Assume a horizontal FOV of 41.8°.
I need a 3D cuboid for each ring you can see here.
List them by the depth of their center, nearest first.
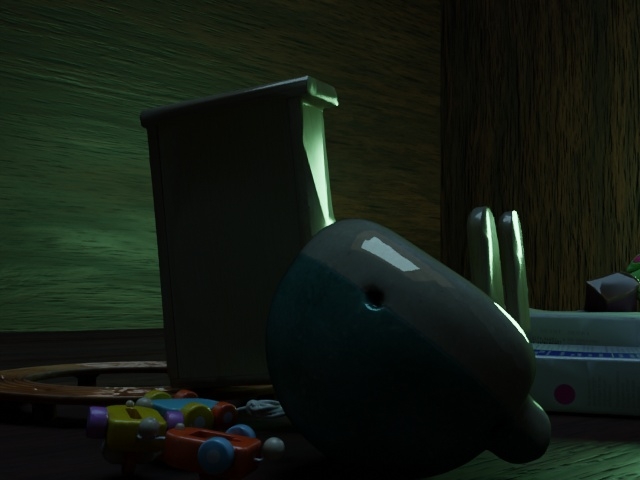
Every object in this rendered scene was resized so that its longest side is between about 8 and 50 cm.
[{"bbox_3d":[-0.194,0.156,0.879,0.336,0.032,0.336,0,-3,0],"label":"ring"}]

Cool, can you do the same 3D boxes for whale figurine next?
[{"bbox_3d":[0.055,0.099,0.593,0.216,0.141,0.272,35,-10,25],"label":"whale figurine"}]

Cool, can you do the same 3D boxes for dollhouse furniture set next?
[{"bbox_3d":[0.000,0.000,0.899,0.362,0.257,0.394,-6,-3,24],"label":"dollhouse furniture set"}]

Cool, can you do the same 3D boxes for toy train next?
[{"bbox_3d":[-0.077,0.130,0.530,0.125,0.046,0.166,7,-3,7],"label":"toy train"}]

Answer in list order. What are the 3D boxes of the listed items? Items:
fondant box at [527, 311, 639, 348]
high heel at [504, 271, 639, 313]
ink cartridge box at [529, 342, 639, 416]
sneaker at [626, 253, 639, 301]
[{"bbox_3d":[0.440,0.146,1.146,0.330,0.096,0.238,2,-4,-33],"label":"fondant box"},{"bbox_3d":[0.346,0.182,1.351,0.377,0.181,0.127,-13,34,-5],"label":"high heel"},{"bbox_3d":[0.336,0.143,0.877,0.370,0.069,0.175,2,-2,18],"label":"ink cartridge box"},{"bbox_3d":[0.796,0.133,1.510,0.482,0.185,0.202,14,-35,23],"label":"sneaker"}]
